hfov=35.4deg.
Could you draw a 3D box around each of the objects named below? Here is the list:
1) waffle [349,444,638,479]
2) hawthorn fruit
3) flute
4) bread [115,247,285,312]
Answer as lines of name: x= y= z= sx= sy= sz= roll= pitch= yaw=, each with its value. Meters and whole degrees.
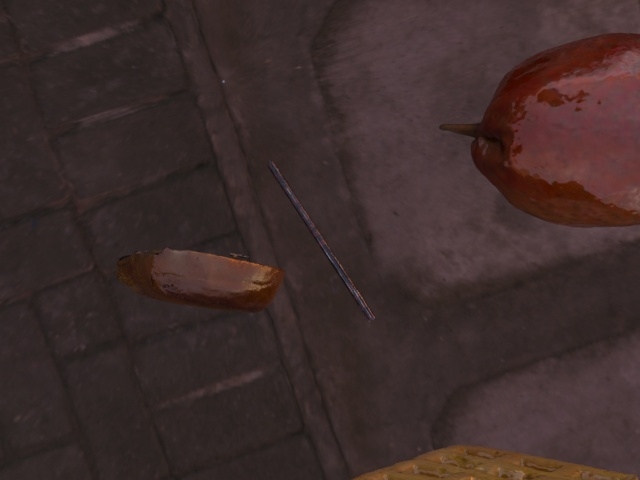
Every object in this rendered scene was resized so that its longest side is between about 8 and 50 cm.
waffle: x=0.171 y=0.256 z=0.990 sx=0.221 sy=0.248 sz=0.055 roll=2 pitch=91 yaw=36
hawthorn fruit: x=0.257 y=-0.109 z=1.037 sx=0.263 sy=0.210 sz=0.210 roll=-5 pitch=99 yaw=4
flute: x=0.000 y=0.000 z=1.418 sx=0.014 sy=0.014 sz=0.269 roll=-33 pitch=88 yaw=0
bread: x=-0.103 y=0.037 z=0.853 sx=0.129 sy=0.126 sz=0.044 roll=8 pitch=80 yaw=-33
